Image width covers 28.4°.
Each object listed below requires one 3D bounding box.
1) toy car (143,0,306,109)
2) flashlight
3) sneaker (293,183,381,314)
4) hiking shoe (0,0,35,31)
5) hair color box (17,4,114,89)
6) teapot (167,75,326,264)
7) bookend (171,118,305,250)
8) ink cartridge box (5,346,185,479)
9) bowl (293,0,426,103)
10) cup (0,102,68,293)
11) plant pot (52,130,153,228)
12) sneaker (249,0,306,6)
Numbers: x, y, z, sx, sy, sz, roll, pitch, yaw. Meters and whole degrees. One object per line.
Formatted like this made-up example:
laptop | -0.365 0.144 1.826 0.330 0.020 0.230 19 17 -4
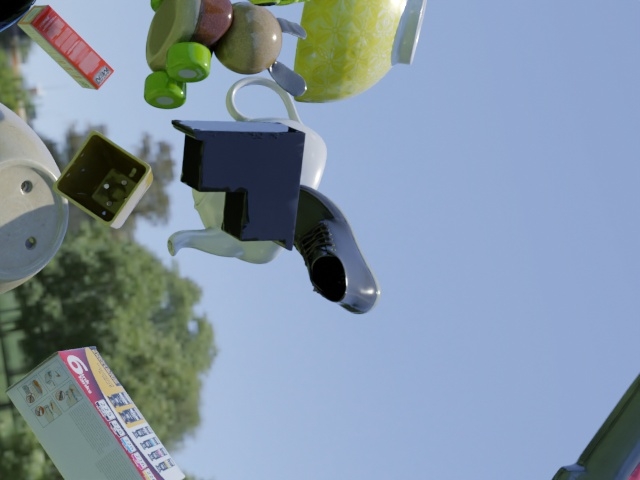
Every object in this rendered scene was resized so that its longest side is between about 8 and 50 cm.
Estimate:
toy car | -0.104 -0.236 1.514 0.149 0.188 0.155 -35 -131 57
flashlight | 0.301 0.170 1.117 0.103 0.304 0.103 33 -7 28
sneaker | 0.000 0.000 1.772 0.222 0.083 0.118 54 11 21
hiking shoe | -0.439 -0.375 1.816 0.132 0.304 0.113 20 -31 27
hair color box | -0.382 -0.290 1.903 0.141 0.043 0.072 46 -15 -28
teapot | -0.117 -0.101 1.989 0.253 0.187 0.256 -58 -166 21
bookend | -0.110 -0.069 1.601 0.072 0.156 0.157 28 -64 56
ink cartridge box | -0.402 0.357 2.346 0.309 0.130 0.272 54 6 6
bowl | 0.068 -0.325 1.818 0.289 0.156 0.290 13 90 -85
cup | -0.489 -0.050 1.783 0.237 0.331 0.331 14 -66 43
plant pot | -0.237 -0.061 1.424 0.081 0.081 0.083 33 -7 8
sneaker | 0.025 -0.354 1.339 0.295 0.109 0.124 -37 -101 32
